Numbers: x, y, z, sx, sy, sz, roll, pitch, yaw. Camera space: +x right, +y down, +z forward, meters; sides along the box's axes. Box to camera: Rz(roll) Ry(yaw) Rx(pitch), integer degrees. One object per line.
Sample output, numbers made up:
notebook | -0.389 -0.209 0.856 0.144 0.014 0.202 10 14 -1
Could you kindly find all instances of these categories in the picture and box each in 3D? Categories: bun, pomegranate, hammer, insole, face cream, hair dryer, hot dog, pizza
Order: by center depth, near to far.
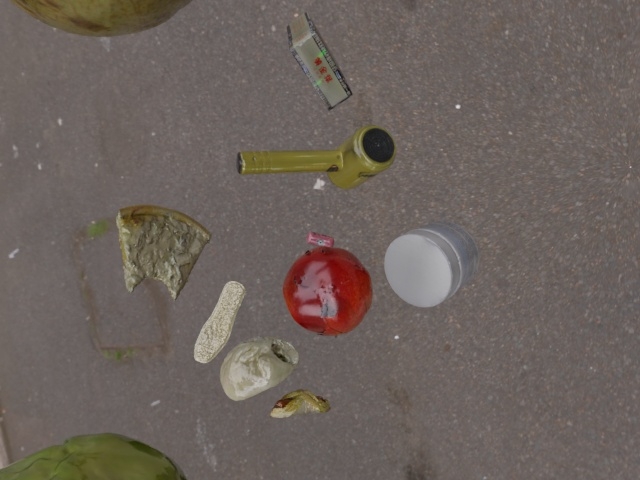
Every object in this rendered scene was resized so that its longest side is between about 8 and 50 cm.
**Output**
hair dryer | -0.009 -0.147 0.772 0.135 0.279 0.090 160 102 -66
pizza | -0.300 0.010 0.791 0.034 0.181 0.262 -51 24 26
pomegranate | 0.019 0.123 0.992 0.210 0.210 0.235 27 150 30
face cream | 0.264 0.051 1.007 0.177 0.153 0.177 16 114 40
bun | -0.156 0.305 1.071 0.193 0.178 0.127 -25 88 9
hot dog | -0.046 0.412 1.090 0.078 0.169 0.061 -17 71 59
insole | -0.279 0.229 1.191 0.081 0.011 0.247 24 90 -13
hammer | 0.000 0.000 1.257 0.083 0.043 0.043 16 112 -6

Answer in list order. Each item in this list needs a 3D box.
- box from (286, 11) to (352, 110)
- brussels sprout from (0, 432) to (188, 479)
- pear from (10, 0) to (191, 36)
box | -0.008 -0.531 1.248 0.084 0.310 0.198 -29 124 15
brussels sprout | -0.288 0.384 0.478 0.268 0.344 0.344 41 119 28
pear | -0.151 -0.251 0.260 0.211 0.189 0.228 49 154 48
